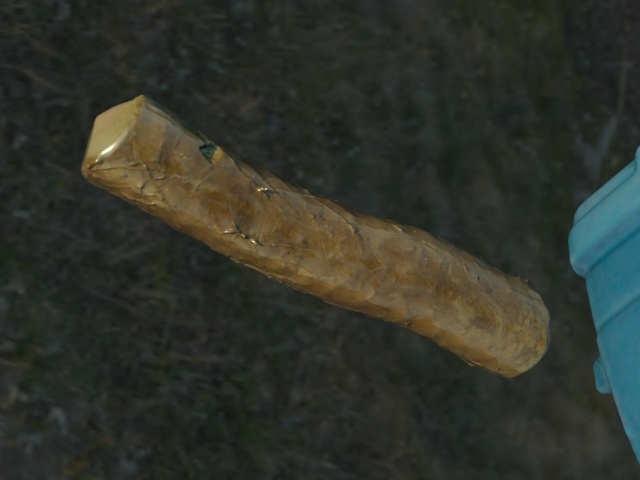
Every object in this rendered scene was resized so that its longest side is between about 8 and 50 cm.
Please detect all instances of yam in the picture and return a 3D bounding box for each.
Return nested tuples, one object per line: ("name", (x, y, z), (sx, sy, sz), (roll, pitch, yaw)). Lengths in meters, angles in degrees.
("yam", (0.000, 0.000, 0.991), (0.300, 0.066, 0.066), (24, 79, -23))

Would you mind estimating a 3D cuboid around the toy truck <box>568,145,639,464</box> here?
("toy truck", (0.278, 0.065, 0.695), (0.385, 0.161, 0.162), (25, 44, -33))
